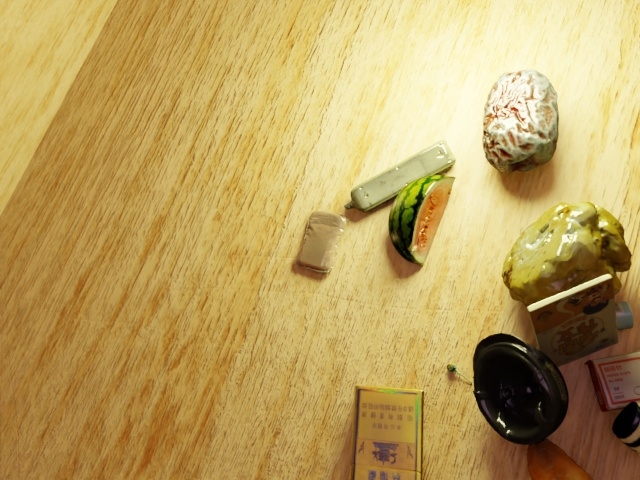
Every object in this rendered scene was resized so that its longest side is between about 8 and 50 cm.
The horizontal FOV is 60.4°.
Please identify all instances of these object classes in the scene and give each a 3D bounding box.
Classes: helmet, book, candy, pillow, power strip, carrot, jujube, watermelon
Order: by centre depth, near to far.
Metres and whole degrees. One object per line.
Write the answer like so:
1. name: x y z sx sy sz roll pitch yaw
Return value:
1. carrot: 0.593 0.604 1.361 0.159 0.159 0.225 -30 53 4
2. book: 0.647 0.217 1.397 0.207 0.295 0.020 -25 41 9
3. helmet: 0.529 0.376 1.427 0.230 0.160 0.279 -37 59 47
4. candy: 0.394 0.379 1.557 0.083 0.023 0.025 39 76 15
5. jujube: 0.601 -0.359 1.659 0.225 0.226 0.317 0 68 16
6. watermelon: 0.301 -0.092 1.668 0.159 0.128 0.304 22 82 3
7. power strip: 0.249 -0.195 1.779 0.387 0.066 0.092 -28 82 3
8. pillow: 0.003 0.000 1.798 0.135 0.034 0.211 13 73 24

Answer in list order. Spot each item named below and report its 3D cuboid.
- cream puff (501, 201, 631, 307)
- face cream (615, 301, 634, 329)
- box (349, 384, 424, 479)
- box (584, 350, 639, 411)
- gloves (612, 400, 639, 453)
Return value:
1. cream puff: 0.671 0.071 1.469 0.257 0.291 0.325 31 59 -4
2. face cream: 0.714 0.217 1.490 0.229 0.075 0.075 -10 68 13
3. box: 0.185 0.561 1.512 0.192 0.084 0.302 0 71 16
4. box: 0.793 0.356 1.402 0.182 0.099 0.133 -12 66 11
5. gloves: 0.825 0.475 1.313 0.218 0.131 0.140 26 89 6
